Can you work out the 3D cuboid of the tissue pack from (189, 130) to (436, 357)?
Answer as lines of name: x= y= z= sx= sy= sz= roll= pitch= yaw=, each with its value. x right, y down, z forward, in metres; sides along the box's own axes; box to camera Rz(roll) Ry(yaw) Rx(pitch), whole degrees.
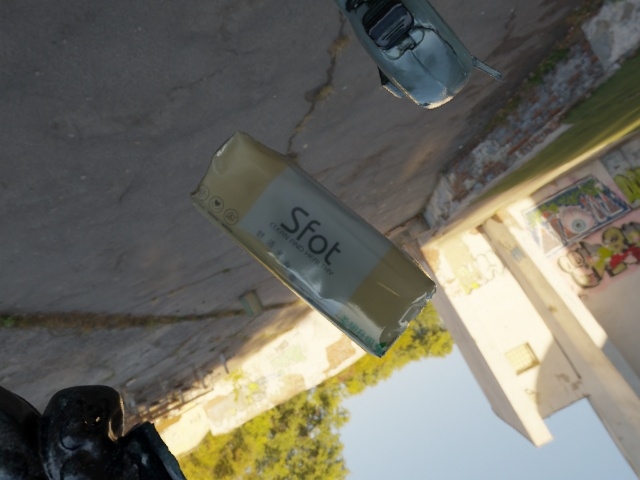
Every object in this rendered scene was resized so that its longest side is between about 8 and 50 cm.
tissue pack: x=0.000 y=0.000 z=0.452 sx=0.090 sy=0.222 sz=0.186 roll=-50 pitch=171 yaw=5

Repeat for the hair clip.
hair clip: x=-0.243 y=0.271 z=0.453 sx=0.206 sy=0.310 sz=0.194 roll=-24 pitch=171 yaw=-36

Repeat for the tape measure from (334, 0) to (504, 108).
tape measure: x=0.137 y=-0.197 z=0.531 sx=0.084 sy=0.164 sz=0.330 roll=-32 pitch=153 yaw=31
